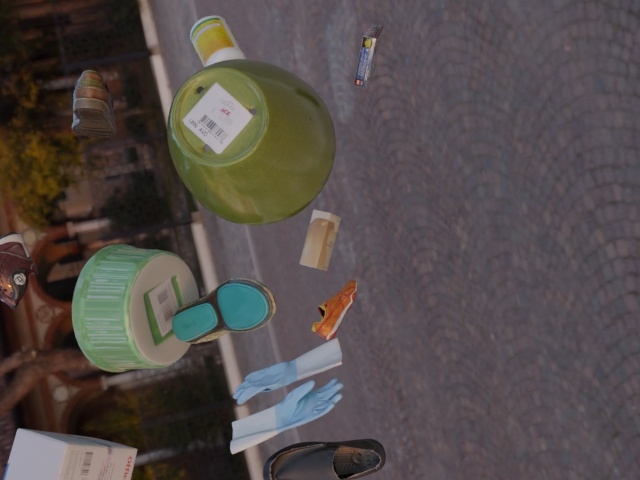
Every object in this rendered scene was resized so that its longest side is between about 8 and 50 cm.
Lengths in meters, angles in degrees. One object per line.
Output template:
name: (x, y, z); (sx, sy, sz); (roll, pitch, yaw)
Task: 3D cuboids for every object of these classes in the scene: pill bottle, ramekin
pill bottle: (-0.274, -0.512, 2.304); (0.117, 0.118, 0.208); (97, 150, -56)
ramekin: (-0.415, 0.158, 1.943); (0.303, 0.148, 0.303); (4, -95, -62)

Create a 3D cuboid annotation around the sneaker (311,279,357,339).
sneaker: (0.036, 0.150, 1.933); (0.067, 0.175, 0.064); (29, 141, 6)

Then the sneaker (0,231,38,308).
sneaker: (-0.794, 0.111, 1.960); (0.162, 0.281, 0.106); (59, 159, -6)

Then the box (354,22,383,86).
box: (0.093, -0.357, 1.600); (0.137, 0.027, 0.094); (-68, -10, -64)

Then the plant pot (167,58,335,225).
plant pot: (-0.123, -0.163, 1.275); (0.293, 0.275, 0.274); (4, -107, -85)

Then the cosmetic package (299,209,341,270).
cosmetic package: (0.000, 0.000, 1.686); (0.060, 0.041, 0.115); (17, -93, -65)

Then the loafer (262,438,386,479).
loafer: (0.008, 0.382, 1.443); (0.078, 0.220, 0.080); (111, 147, -76)

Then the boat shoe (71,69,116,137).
boat shoe: (-0.564, -0.336, 2.092); (0.307, 0.111, 0.104); (156, 116, -71)

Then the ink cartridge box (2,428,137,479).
ink cartridge box: (-0.568, 0.535, 1.896); (0.233, 0.168, 0.171); (30, -111, -56)

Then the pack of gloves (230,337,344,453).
pack of gloves: (-0.069, 0.269, 1.533); (0.046, 0.232, 0.195); (61, -170, -29)

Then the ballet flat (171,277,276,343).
ballet flat: (-0.193, 0.149, 1.845); (0.348, 0.123, 0.123); (-22, 79, 43)
